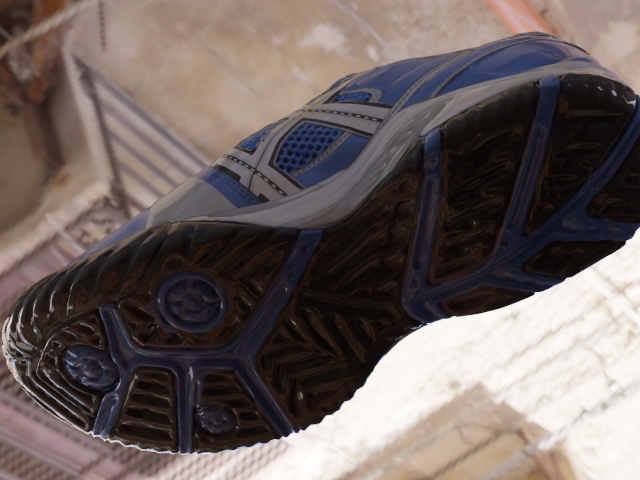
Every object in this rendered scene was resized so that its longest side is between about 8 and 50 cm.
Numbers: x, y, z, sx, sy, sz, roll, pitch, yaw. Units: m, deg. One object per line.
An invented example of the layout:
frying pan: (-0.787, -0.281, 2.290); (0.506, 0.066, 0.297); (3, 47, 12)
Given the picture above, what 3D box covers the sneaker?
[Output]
sneaker: (0.000, 0.000, 0.438); (0.211, 0.080, 0.081); (-22, -153, 10)
